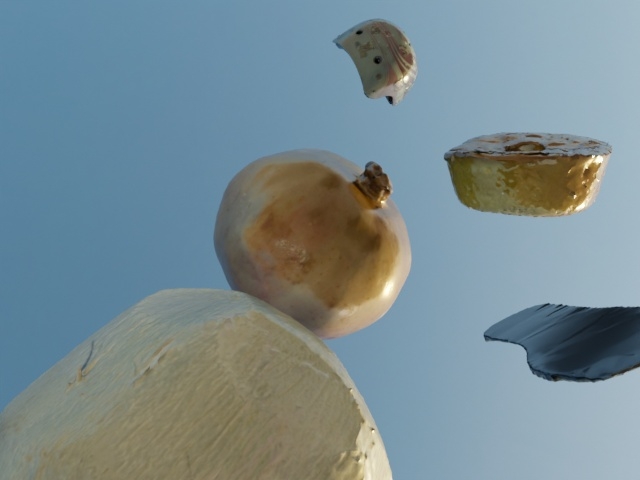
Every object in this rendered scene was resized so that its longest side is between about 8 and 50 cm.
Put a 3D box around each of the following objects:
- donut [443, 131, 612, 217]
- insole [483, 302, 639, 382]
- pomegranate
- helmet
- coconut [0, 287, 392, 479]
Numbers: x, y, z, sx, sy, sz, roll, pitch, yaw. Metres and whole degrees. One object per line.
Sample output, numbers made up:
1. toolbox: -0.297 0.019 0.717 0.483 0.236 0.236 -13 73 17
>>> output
1. donut: 0.335 -0.111 1.126 0.277 0.277 0.109 -10 -72 -29
2. insole: 0.232 0.090 0.657 0.119 0.348 0.009 -27 -91 -3
3. pomegranate: 0.000 0.000 1.367 0.411 0.411 0.412 11 -118 -21
4. helmet: 0.119 -0.336 1.245 0.176 0.107 0.153 -7 -119 -56
5. coconut: -0.100 0.214 0.623 0.346 0.346 0.360 48 -121 3
